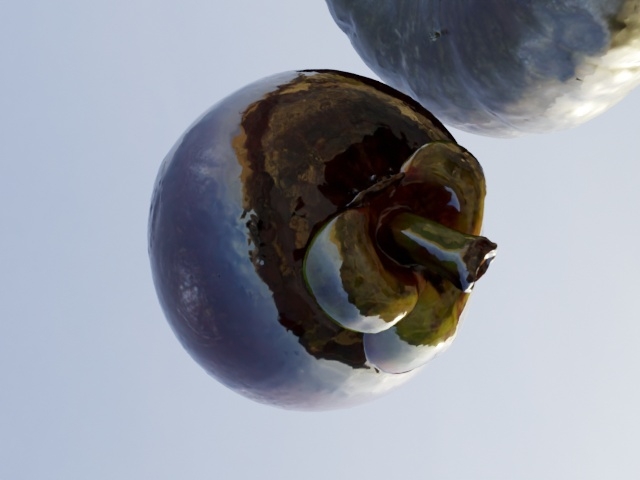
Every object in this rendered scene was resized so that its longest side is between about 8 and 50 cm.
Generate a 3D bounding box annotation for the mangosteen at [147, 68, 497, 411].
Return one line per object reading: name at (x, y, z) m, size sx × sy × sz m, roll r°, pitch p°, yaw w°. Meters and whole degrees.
mangosteen at (-0.001, 0.000, 0.373) m, size 0.081 × 0.081 × 0.081 m, roll 41°, pitch -144°, yaw -39°

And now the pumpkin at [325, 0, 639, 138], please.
pumpkin at (0.069, -0.152, 0.641) m, size 0.162 × 0.219 × 0.219 m, roll -23°, pitch -92°, yaw -40°
